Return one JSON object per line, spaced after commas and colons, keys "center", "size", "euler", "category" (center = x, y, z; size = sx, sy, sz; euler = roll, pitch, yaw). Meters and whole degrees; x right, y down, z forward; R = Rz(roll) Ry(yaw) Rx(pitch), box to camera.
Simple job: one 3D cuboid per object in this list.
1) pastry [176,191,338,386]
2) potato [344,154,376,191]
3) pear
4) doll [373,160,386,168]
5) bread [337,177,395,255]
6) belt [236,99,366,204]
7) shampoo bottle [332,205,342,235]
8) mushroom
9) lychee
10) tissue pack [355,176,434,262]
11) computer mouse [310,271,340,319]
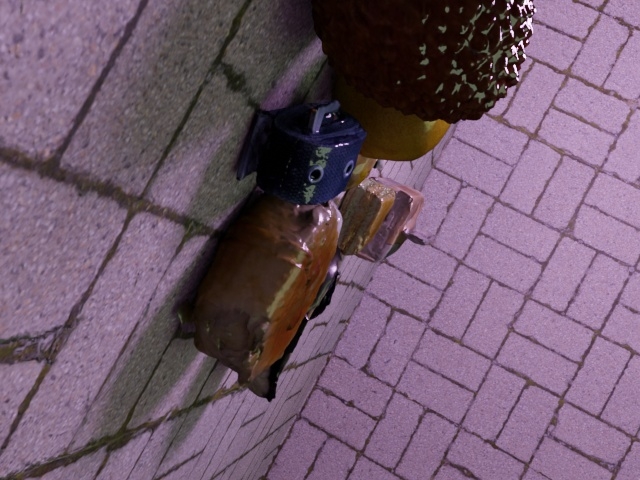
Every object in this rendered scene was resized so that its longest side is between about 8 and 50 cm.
{"center": [-0.081, 0.065, 1.106], "size": [0.329, 0.136, 0.329], "euler": [-60, 169, -19], "category": "pastry"}
{"center": [0.070, -0.156, 1.439], "size": [0.137, 0.070, 0.091], "euler": [-58, 168, -19], "category": "potato"}
{"center": [0.119, -0.233, 1.119], "size": [0.208, 0.209, 0.209], "euler": [-58, 169, -18], "category": "pear"}
{"center": [0.130, -0.217, 1.582], "size": [0.091, 0.067, 0.219], "euler": [-62, 172, -20], "category": "doll"}
{"center": [0.099, -0.054, 1.771], "size": [0.196, 0.102, 0.138], "euler": [-63, 167, 16], "category": "bread"}
{"center": [-0.008, -0.136, 0.974], "size": [0.218, 0.122, 0.128], "euler": [-36, 149, -65], "category": "belt"}
{"center": [0.000, 0.000, 1.503], "size": [0.074, 0.074, 0.192], "euler": [-55, 167, -31], "category": "shampoo bottle"}
{"center": [-0.080, 0.145, 1.398], "size": [0.344, 0.130, 0.247], "euler": [-63, -174, 16], "category": "mushroom"}
{"center": [0.121, -0.281, 0.847], "size": [0.276, 0.304, 0.275], "euler": [-26, 170, -5], "category": "lychee"}
{"center": [0.208, -0.044, 1.979], "size": [0.238, 0.239, 0.305], "euler": [-63, 169, 10], "category": "tissue pack"}
{"center": [-0.013, 0.111, 1.673], "size": [0.233, 0.096, 0.137], "euler": [-49, 164, -44], "category": "computer mouse"}
